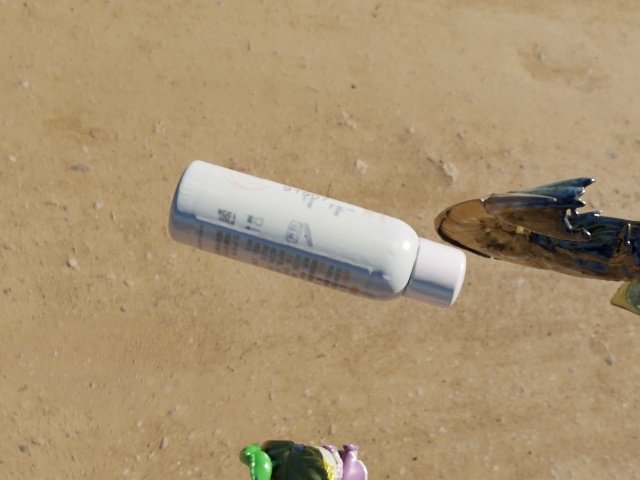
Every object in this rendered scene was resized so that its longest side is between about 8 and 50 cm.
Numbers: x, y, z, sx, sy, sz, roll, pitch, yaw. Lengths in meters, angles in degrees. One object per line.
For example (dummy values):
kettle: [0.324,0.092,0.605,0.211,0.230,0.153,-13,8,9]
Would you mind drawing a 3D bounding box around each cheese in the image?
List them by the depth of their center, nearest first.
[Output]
cheese: [0.422,0.075,0.847,0.084,0.041,0.060,37,89,32]

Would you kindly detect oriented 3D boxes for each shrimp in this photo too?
shrimp: [0.237,-0.014,0.649,0.178,0.289,0.075,24,81,-44]

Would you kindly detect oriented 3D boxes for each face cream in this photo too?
face cream: [0.000,0.000,0.606,0.268,0.082,0.082,16,61,1]

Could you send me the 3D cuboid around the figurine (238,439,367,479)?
figurine: [-0.020,0.274,0.712,0.156,0.094,0.115,27,47,-45]
